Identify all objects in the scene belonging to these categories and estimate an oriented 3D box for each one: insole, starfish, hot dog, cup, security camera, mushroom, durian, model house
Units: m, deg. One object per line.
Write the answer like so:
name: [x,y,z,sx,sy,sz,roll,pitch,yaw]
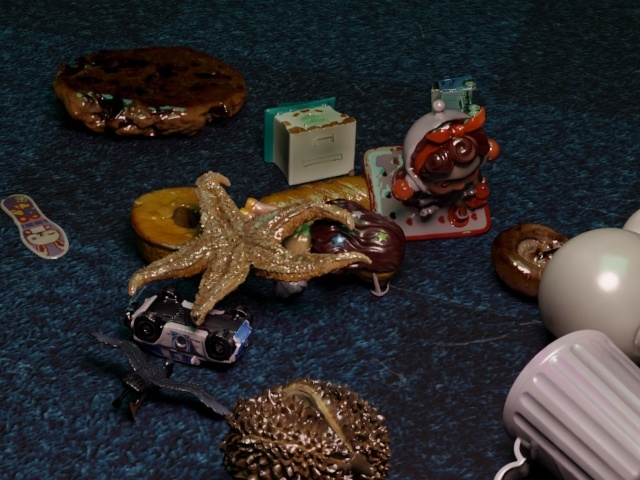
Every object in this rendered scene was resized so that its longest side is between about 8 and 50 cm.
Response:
insole: [-0.428,-0.023,2.105,0.065,0.004,0.197,-15,36,-25]
starfish: [-0.107,0.021,1.878,0.299,0.060,0.302,32,53,32]
hot dog: [0.039,-0.060,2.145,0.286,0.061,0.088,-15,47,-23]
cup: [0.321,0.246,1.617,0.167,0.221,0.202,20,17,-44]
security camera: [0.402,0.064,1.851,0.236,0.194,0.194,-18,37,-24]
mushroom: [0.326,0.033,1.994,0.171,0.080,0.135,5,45,4]
durian: [-0.010,0.233,1.564,0.196,0.166,0.196,-10,25,5]
model house: [-0.026,-0.172,2.280,0.127,0.100,0.149,-13,33,-23]

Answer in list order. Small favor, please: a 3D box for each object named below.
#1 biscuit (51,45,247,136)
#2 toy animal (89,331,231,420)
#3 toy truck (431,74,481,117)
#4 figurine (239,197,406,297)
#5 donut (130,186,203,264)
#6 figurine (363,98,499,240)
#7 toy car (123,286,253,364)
biscuit: [-0.291,-0.251,2.409,0.334,0.081,0.289,-4,32,-18]
toy animal: [-0.213,0.174,1.748,0.220,0.062,0.108,31,38,18]
toy truck: [0.232,-0.216,2.403,0.081,0.067,0.175,-3,35,3]
figurine: [0.002,0.000,1.990,0.240,0.115,0.174,9,32,11]
donut: [-0.198,-0.012,2.049,0.162,0.065,0.178,2,31,-10]
figurine: [0.181,-0.119,2.040,0.184,0.226,0.160,-5,67,-13]
toy car: [-0.175,0.117,1.834,0.171,0.070,0.080,13,33,14]
